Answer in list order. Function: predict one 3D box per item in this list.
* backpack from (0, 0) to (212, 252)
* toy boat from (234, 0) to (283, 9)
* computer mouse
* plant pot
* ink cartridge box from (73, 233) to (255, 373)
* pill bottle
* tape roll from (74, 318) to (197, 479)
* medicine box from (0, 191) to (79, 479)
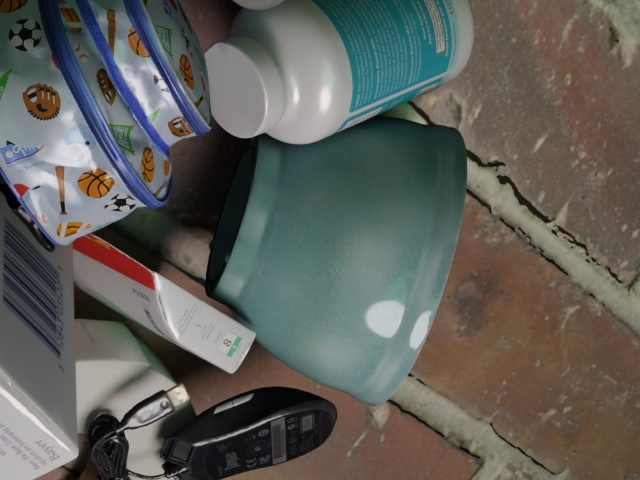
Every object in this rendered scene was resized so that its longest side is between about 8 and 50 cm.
[{"bbox_3d":[-0.206,-0.135,1.311,0.213,0.263,0.276,-22,132,16],"label":"backpack"},{"bbox_3d":[0.019,-0.336,1.405,0.267,0.148,0.318,55,46,-43],"label":"toy boat"},{"bbox_3d":[-0.115,0.180,1.579,0.262,0.060,0.184,-20,142,-9],"label":"computer mouse"},{"bbox_3d":[0.000,0.000,1.567,0.196,0.293,0.293,16,109,-12],"label":"plant pot"},{"bbox_3d":[-0.194,0.040,1.499,0.225,0.181,0.056,33,83,-42],"label":"ink cartridge box"},{"bbox_3d":[0.013,-0.180,1.490,0.264,0.146,0.146,-26,130,-39],"label":"pill bottle"},{"bbox_3d":[-0.303,0.250,1.585,0.392,0.072,0.392,-22,138,-22],"label":"tape roll"},{"bbox_3d":[-0.360,0.103,1.314,0.289,0.263,0.149,-27,131,13],"label":"medicine box"}]
